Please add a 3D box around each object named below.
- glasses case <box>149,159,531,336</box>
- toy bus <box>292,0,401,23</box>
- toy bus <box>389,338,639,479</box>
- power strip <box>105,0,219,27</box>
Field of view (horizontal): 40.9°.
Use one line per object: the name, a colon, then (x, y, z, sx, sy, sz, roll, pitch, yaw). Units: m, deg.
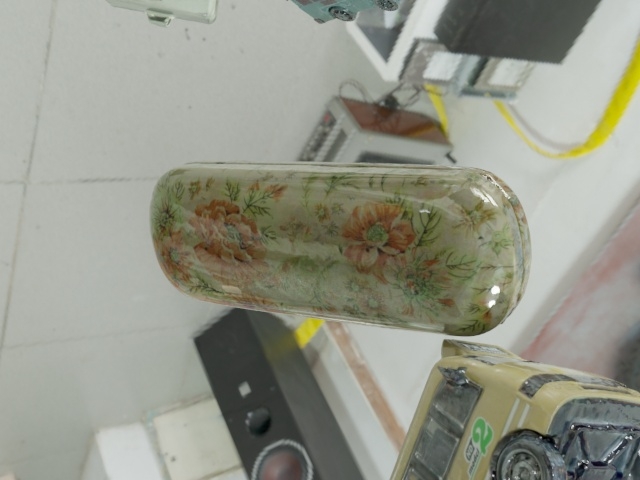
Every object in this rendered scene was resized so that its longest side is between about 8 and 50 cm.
glasses case: (0.000, 0.000, 0.862, 0.098, 0.425, 0.156, -28, 117, -53)
toy bus: (0.028, -0.290, 0.909, 0.092, 0.160, 0.079, 25, 78, -34)
toy bus: (0.152, 0.277, 0.792, 0.177, 0.202, 0.365, 13, 101, -36)
power strip: (-0.118, -0.377, 0.764, 0.106, 0.043, 0.367, 10, 94, -3)
